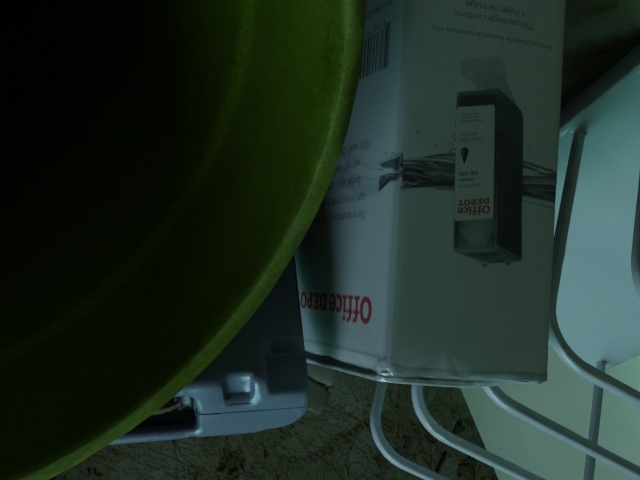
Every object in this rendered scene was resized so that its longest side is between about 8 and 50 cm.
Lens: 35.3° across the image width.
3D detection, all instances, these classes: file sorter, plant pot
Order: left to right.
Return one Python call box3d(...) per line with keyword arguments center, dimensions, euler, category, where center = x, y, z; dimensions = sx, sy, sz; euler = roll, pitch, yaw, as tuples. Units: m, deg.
box3d(center=(-0.229, -0.124, 0.446), dimensions=(0.366, 0.366, 0.353), euler=(34, -174, -44), category="plant pot")
box3d(center=(0.177, 0.055, 0.608), dimensions=(0.192, 0.173, 0.277), euler=(27, 146, -13), category="file sorter")

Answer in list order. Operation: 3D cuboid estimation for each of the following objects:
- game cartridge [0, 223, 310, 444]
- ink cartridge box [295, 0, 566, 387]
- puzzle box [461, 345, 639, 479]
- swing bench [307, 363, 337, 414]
box3d(center=(-0.159, 0.021, 0.550), dimensions=(0.294, 0.196, 0.060), euler=(-3, 140, -4), category="game cartridge")
box3d(center=(0.049, -0.039, 0.533), dimensions=(0.092, 0.218, 0.158), euler=(6, 177, -18), category="ink cartridge box")
box3d(center=(0.290, 0.142, 0.804), dimensions=(0.409, 0.052, 0.272), euler=(-3, 116, 48), category="puzzle box")
box3d(center=(-0.071, -0.043, 0.743), dimensions=(0.254, 0.253, 0.165), euler=(19, 169, 27), category="swing bench")
